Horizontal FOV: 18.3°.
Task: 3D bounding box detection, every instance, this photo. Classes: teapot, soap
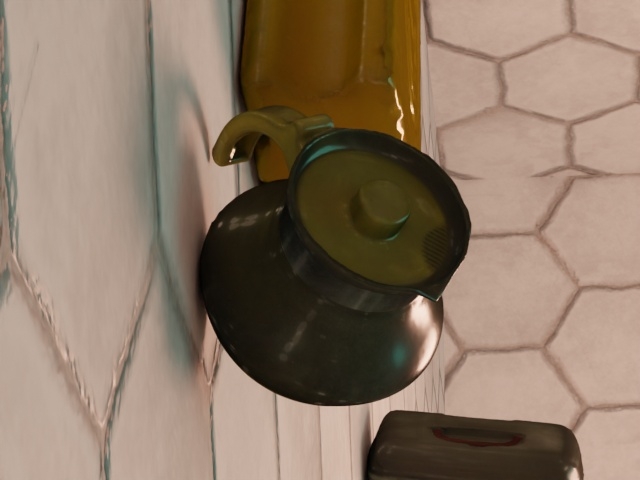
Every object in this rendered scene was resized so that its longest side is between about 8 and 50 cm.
[{"bbox_3d":[0.000,0.000,0.991,0.165,0.130,0.119,59,-38,21],"label":"teapot"},{"bbox_3d":[0.014,-0.150,1.301,0.204,0.096,0.324,80,10,-51],"label":"soap"}]

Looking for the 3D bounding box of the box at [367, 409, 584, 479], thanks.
[{"bbox_3d":[0.148,0.247,1.934,0.148,0.210,0.129,-65,160,-77],"label":"box"}]
